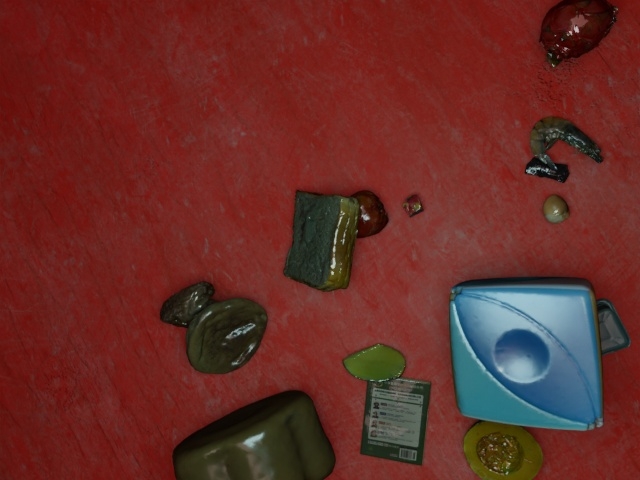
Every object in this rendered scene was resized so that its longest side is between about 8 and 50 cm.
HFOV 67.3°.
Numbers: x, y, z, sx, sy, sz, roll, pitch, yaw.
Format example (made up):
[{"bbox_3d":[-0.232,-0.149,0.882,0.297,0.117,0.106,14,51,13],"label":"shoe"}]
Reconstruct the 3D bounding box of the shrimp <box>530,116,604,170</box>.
[{"bbox_3d":[0.724,-0.276,1.431,0.217,0.051,0.150,41,86,19],"label":"shrimp"}]

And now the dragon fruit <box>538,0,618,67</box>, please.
[{"bbox_3d":[0.734,-0.617,1.388,0.209,0.172,0.172,-37,82,17],"label":"dragon fruit"}]

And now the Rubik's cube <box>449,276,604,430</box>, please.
[{"bbox_3d":[0.547,0.275,1.285,0.351,0.347,0.353,-6,86,26],"label":"Rubik's cube"}]

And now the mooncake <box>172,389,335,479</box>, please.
[{"bbox_3d":[-0.199,0.639,1.418,0.466,0.467,0.262,-22,81,10],"label":"mooncake"}]

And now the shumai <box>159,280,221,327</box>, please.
[{"bbox_3d":[-0.417,0.254,1.594,0.218,0.184,0.186,-28,81,16],"label":"shumai"}]

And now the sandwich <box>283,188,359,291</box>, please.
[{"bbox_3d":[0.000,0.000,1.492,0.099,0.271,0.301,8,92,-33],"label":"sandwich"}]

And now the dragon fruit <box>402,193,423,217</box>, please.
[{"bbox_3d":[0.289,-0.110,1.511,0.056,0.083,0.060,-23,82,15],"label":"dragon fruit"}]

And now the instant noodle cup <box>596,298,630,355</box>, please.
[{"bbox_3d":[0.799,0.269,1.406,0.179,0.070,0.157,-25,83,11],"label":"instant noodle cup"}]

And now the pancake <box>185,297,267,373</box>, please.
[{"bbox_3d":[-0.306,0.317,1.558,0.295,0.294,0.049,-55,40,6],"label":"pancake"}]

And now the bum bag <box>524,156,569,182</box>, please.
[{"bbox_3d":[0.687,-0.214,1.453,0.124,0.034,0.058,15,98,12],"label":"bum bag"}]

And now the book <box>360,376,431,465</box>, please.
[{"bbox_3d":[0.238,0.567,1.534,0.201,0.027,0.264,6,91,13],"label":"book"}]

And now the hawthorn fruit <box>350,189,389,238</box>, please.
[{"bbox_3d":[0.124,-0.075,1.519,0.172,0.148,0.148,-30,83,26],"label":"hawthorn fruit"}]

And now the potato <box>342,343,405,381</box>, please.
[{"bbox_3d":[0.172,0.397,1.533,0.197,0.054,0.120,-10,61,5],"label":"potato"}]

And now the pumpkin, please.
[{"bbox_3d":[0.537,0.612,1.441,0.217,0.110,0.218,3,102,14],"label":"pumpkin"}]

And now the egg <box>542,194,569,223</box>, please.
[{"bbox_3d":[0.700,-0.094,1.431,0.071,0.071,0.083,-14,72,11],"label":"egg"}]
